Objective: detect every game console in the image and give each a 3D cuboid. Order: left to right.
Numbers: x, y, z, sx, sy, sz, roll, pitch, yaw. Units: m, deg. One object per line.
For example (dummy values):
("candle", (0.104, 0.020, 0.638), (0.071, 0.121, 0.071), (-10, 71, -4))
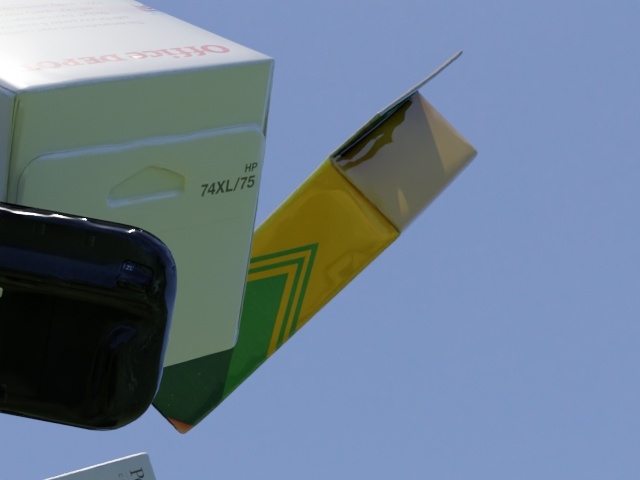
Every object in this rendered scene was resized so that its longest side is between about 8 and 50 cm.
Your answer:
("game console", (-0.255, 0.031, 0.925), (0.361, 0.213, 0.044), (10, 12, 7))

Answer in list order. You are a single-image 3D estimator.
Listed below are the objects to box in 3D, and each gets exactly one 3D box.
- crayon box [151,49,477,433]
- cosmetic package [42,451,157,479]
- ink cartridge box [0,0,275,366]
("crayon box", (0.000, 0.000, 1.429), (0.081, 0.202, 0.318), (46, -60, 1))
("cosmetic package", (-0.236, 0.295, 1.616), (0.183, 0.151, 0.151), (-13, -13, -34))
("ink cartridge box", (-0.197, -0.051, 1.130), (0.198, 0.270, 0.197), (-12, -61, -44))
